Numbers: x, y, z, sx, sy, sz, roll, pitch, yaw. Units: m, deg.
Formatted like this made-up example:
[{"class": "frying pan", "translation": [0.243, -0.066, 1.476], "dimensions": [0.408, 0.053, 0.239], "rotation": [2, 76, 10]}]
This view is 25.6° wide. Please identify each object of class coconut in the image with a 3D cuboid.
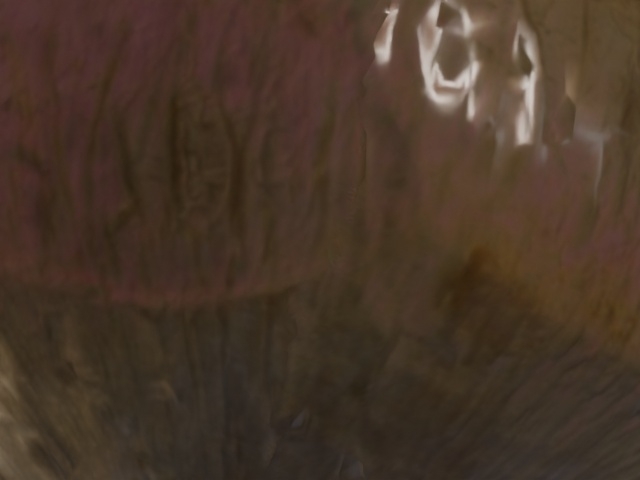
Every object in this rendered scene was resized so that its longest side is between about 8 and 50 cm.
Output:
[{"class": "coconut", "translation": [0.000, 0.000, 0.558], "dimensions": [0.404, 0.404, 0.404], "rotation": [-46, 11, 11]}]
